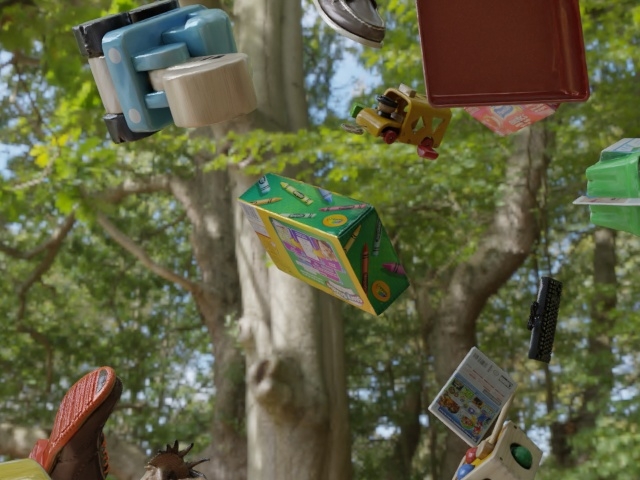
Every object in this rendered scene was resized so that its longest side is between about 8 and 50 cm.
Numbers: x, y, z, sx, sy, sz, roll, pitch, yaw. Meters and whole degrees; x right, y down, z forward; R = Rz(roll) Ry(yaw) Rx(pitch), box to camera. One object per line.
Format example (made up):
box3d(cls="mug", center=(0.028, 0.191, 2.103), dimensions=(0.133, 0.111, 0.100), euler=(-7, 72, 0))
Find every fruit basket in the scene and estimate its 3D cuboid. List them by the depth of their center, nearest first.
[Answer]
box3d(cls="fruit basket", center=(0.678, -0.117, 1.489), dimensions=(0.353, 0.165, 0.327), euler=(-7, 11, 40))

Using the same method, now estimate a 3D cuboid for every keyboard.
box3d(cls="keyboard", center=(0.480, 0.169, 1.773), dimensions=(0.108, 0.180, 0.023), euler=(18, -11, -41))

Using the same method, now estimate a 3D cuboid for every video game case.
box3d(cls="video game case", center=(0.226, 0.229, 1.217), dimensions=(0.087, 0.122, 0.011), euler=(41, -25, 2))

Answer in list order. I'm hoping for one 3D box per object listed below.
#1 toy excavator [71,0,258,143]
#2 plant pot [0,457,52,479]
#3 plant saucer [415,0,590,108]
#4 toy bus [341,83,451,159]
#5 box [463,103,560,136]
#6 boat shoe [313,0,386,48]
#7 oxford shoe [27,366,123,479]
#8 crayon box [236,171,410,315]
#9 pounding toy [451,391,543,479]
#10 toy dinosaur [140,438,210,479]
box3d(cls="toy excavator", center=(-0.223, -0.295, 1.411), dimensions=(0.445, 0.222, 0.433), euler=(-1, 24, 32))
box3d(cls="plant pot", center=(-0.382, 0.340, 0.833), dimensions=(0.239, 0.254, 0.254), euler=(-17, -12, -34))
box3d(cls="plant saucer", center=(0.237, -0.308, 1.134), dimensions=(0.259, 0.258, 0.048), euler=(-6, -2, -22))
box3d(cls="toy bus", center=(0.155, -0.245, 1.595), dimensions=(0.191, 0.104, 0.202), euler=(22, 20, 2))
box3d(cls="box", center=(0.436, -0.333, 1.806), dimensions=(0.123, 0.128, 0.257), euler=(33, -11, -8))
box3d(cls="boat shoe", center=(0.052, -0.494, 1.668), dimensions=(0.117, 0.324, 0.096), euler=(10, -57, -32))
box3d(cls="oxford shoe", center=(-0.327, 0.279, 1.145), dimensions=(0.098, 0.097, 0.271), euler=(27, -60, -21))
box3d(cls="crayon box", center=(0.000, 0.000, 1.328), dimensions=(0.278, 0.081, 0.165), euler=(22, -33, 49))
box3d(cls="pounding toy", center=(0.265, 0.327, 1.247), dimensions=(0.141, 0.100, 0.130), euler=(-49, -7, 30))
box3d(cls="toy dinosaur", center=(-0.229, 0.458, 1.466), dimensions=(0.296, 0.200, 0.127), euler=(16, -60, 23))
